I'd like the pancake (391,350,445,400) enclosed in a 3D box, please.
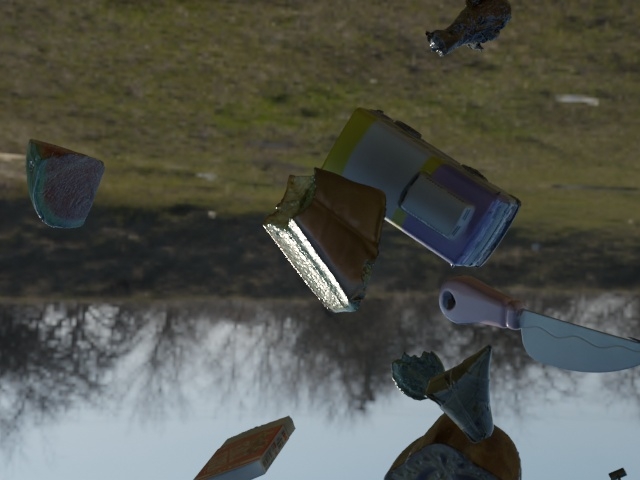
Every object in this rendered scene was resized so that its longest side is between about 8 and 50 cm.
[{"bbox_3d":[0.220,0.304,2.264,0.129,0.116,0.022,-6,-167,28],"label":"pancake"}]

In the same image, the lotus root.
[{"bbox_3d":[0.328,0.543,2.328,0.316,0.316,0.250,3,-156,23],"label":"lotus root"}]

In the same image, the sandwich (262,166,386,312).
[{"bbox_3d":[0.000,0.000,1.734,0.186,0.220,0.108,16,168,-31],"label":"sandwich"}]

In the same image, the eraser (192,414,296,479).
[{"bbox_3d":[-0.150,0.424,1.984,0.157,0.038,0.230,-24,-175,17],"label":"eraser"}]

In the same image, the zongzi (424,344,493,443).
[{"bbox_3d":[0.311,0.295,1.937,0.176,0.160,0.078,-39,-167,30],"label":"zongzi"}]

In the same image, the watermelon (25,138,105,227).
[{"bbox_3d":[-0.490,-0.100,1.848,0.128,0.146,0.231,19,-177,22],"label":"watermelon"}]

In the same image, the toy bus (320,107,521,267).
[{"bbox_3d":[0.240,-0.126,2.419,0.439,0.209,0.249,35,-167,15],"label":"toy bus"}]

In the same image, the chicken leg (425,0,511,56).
[{"bbox_3d":[0.288,-0.417,1.960,0.125,0.196,0.080,50,164,-31],"label":"chicken leg"}]

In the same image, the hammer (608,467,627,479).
[{"bbox_3d":[0.633,0.515,2.124,0.035,0.019,0.110,-27,-171,15],"label":"hammer"}]

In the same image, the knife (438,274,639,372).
[{"bbox_3d":[0.287,0.123,1.353,0.043,0.081,0.336,-9,-160,-38],"label":"knife"}]
